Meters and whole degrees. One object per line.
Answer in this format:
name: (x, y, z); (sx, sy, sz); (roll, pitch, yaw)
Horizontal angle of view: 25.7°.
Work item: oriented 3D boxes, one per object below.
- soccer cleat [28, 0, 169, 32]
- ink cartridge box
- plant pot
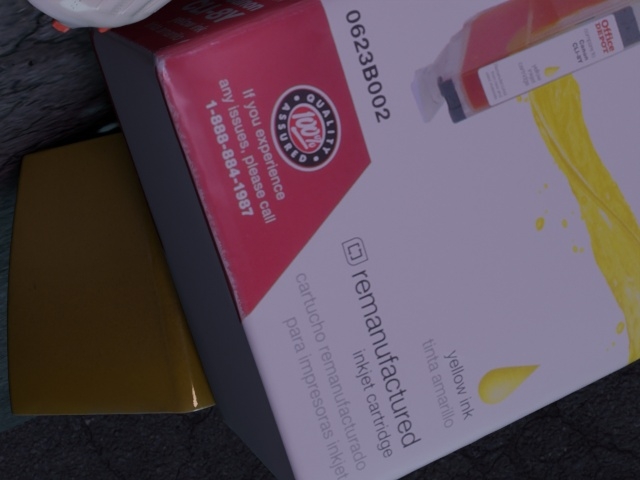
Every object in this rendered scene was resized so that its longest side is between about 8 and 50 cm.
soccer cleat: (-0.065, -0.147, 0.655); (0.076, 0.068, 0.196); (-36, 174, 38)
ink cartridge box: (0.098, -0.058, 0.831); (0.384, 0.279, 0.160); (-24, -159, -16)
plant pot: (-0.103, 0.008, 1.023); (0.212, 0.187, 0.212); (-7, -173, 44)
